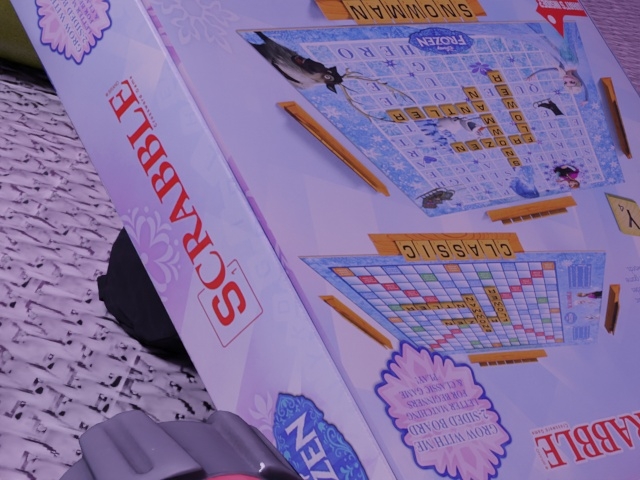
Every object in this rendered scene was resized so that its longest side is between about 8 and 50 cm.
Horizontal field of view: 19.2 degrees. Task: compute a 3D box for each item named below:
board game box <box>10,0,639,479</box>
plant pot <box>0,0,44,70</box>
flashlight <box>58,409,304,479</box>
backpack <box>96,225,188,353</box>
[{"bbox_3d":[0.060,-0.004,0.819,0.319,0.066,0.318,-5,59,-47],"label":"board game box"},{"bbox_3d":[-0.204,-0.276,1.334,0.353,0.366,0.366,32,21,12],"label":"plant pot"},{"bbox_3d":[0.010,0.154,0.501,0.103,0.103,0.304,-21,32,-18],"label":"flashlight"},{"bbox_3d":[0.000,0.000,0.934,0.182,0.152,0.115,5,36,-38],"label":"backpack"}]
